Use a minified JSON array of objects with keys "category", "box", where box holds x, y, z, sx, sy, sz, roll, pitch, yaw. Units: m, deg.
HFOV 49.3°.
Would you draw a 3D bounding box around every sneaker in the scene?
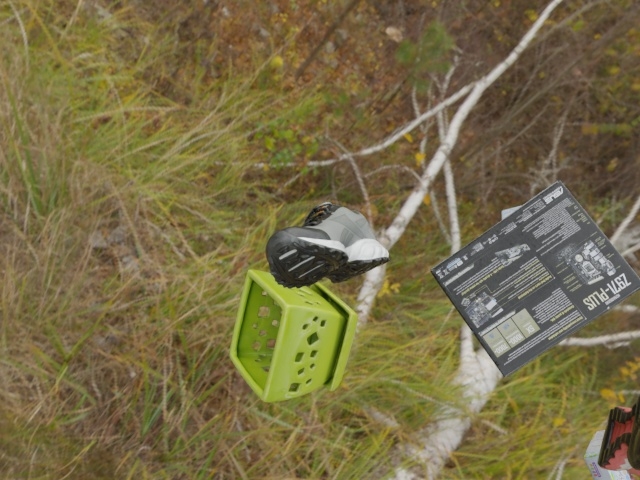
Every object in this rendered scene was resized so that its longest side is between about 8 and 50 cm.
[{"category":"sneaker","box":[0.485,0.274,0.944,0.136,0.314,0.116,16,75,12]},{"category":"sneaker","box":[0.000,0.000,0.963,0.271,0.100,0.108,2,62,-64]}]

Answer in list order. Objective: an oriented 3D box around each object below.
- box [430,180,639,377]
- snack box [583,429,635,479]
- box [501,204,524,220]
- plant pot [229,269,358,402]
[{"category":"box","box":[0.243,0.047,0.798,0.147,0.180,0.077,56,8,18]},{"category":"snack box","box":[0.542,0.437,1.289,0.100,0.037,0.141,-26,91,-53]},{"category":"box","box":[0.371,0.026,1.216,0.126,0.072,0.137,55,32,-37]},{"category":"plant pot","box":[-0.055,0.208,1.551,0.207,0.227,0.228,5,16,-31]}]
